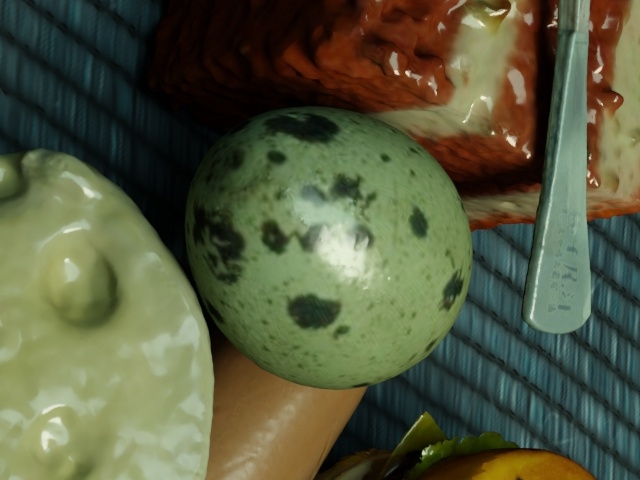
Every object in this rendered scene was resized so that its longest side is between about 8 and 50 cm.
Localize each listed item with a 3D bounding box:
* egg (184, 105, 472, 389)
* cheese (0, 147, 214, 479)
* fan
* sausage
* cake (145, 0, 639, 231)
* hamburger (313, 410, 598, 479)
[{"bbox_3d":[0.000,0.000,1.127,0.228,0.177,0.177,40,65,-53],"label":"egg"},{"bbox_3d":[-0.228,0.088,1.088,0.326,0.115,0.318,10,72,-18],"label":"cheese"},{"bbox_3d":[0.162,-0.080,1.143,0.057,0.023,0.282,2,95,-33],"label":"fan"},{"bbox_3d":[-0.072,0.157,1.231,0.121,0.121,0.304,47,64,-24],"label":"sausage"},{"bbox_3d":[0.092,-0.174,1.272,0.319,0.270,0.269,26,74,-33],"label":"cake"},{"bbox_3d":[0.077,0.278,1.268,0.291,0.225,0.291,5,82,-42],"label":"hamburger"}]
